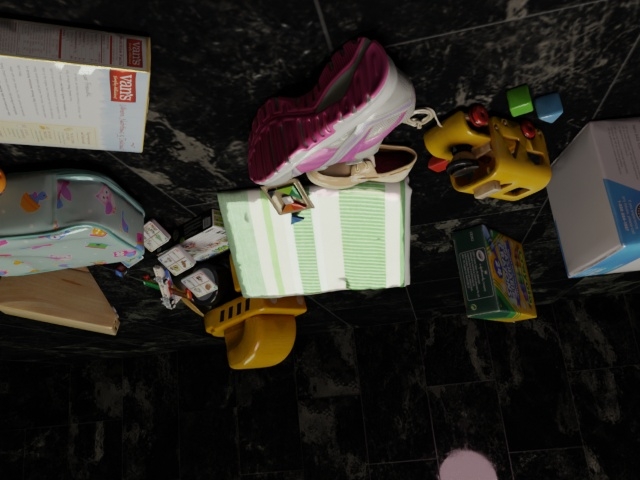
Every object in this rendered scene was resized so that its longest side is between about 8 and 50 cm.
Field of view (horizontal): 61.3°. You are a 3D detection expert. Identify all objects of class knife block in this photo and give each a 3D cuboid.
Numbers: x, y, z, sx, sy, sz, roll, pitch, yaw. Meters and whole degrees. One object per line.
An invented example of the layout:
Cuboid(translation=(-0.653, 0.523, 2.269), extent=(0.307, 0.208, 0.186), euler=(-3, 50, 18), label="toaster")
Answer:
Cuboid(translation=(-0.547, 0.108, 1.007), extent=(0.242, 0.276, 0.088), euler=(-32, 173, -22), label="knife block")

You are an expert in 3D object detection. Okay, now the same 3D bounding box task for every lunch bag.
Cuboid(translation=(-0.426, -0.021, 0.828), extent=(0.278, 0.108, 0.224), euler=(-6, 166, 4), label="lunch bag")

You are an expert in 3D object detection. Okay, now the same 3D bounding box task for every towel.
Cuboid(translation=(0.000, 0.000, 0.969), extent=(0.324, 0.038, 0.248), euler=(-5, 127, 1), label="towel")

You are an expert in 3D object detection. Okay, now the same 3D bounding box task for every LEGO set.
Cuboid(translation=(-0.324, 0.053, 1.101), extent=(0.244, 0.060, 0.182), euler=(-26, 113, 43), label="LEGO set")

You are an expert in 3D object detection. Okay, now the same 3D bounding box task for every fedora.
Cuboid(translation=(-0.284, 0.109, 1.298), extent=(0.079, 0.194, 0.194), euler=(-44, 159, 1), label="fedora")

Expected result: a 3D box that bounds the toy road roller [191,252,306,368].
Cuboid(translation=(-0.107, 0.139, 1.173), extent=(0.329, 0.241, 0.202), euler=(-25, 160, 29), label="toy road roller")

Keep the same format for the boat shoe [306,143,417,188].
Cuboid(translation=(0.062, -0.115, 0.775), extent=(0.169, 0.063, 0.059), euler=(-9, 163, -25), label="boat shoe")

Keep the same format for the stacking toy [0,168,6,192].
Cuboid(translation=(-0.485, -0.082, 0.586), extent=(0.165, 0.175, 0.301), euler=(-18, 174, 20), label="stacking toy")

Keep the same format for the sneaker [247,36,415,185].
Cuboid(translation=(0.010, -0.126, 0.636), extent=(0.111, 0.103, 0.252), euler=(12, 156, -43), label="sneaker")

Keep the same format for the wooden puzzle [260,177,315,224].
Cuboid(translation=(-0.054, -0.069, 0.866), extent=(0.078, 0.014, 0.116), euler=(-13, 133, 31), label="wooden puzzle")

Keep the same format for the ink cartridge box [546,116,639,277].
Cuboid(translation=(0.535, -0.069, 0.843), extent=(0.269, 0.198, 0.197), euler=(-6, 163, 1), label="ink cartridge box")

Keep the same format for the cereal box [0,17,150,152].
Cuboid(translation=(-0.298, -0.151, 0.540), extent=(0.240, 0.048, 0.173), euler=(0, 163, -22), label="cereal box")

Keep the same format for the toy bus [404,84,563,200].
Cuboid(translation=(0.228, -0.112, 0.754), extent=(0.202, 0.105, 0.191), euler=(-10, 163, 11), label="toy bus")

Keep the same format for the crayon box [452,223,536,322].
Cuboid(translation=(0.447, 0.093, 1.344), extent=(0.083, 0.203, 0.322), euler=(-18, 160, 34), label="crayon box")

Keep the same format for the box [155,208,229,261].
Cuboid(translation=(-0.226, -0.005, 1.071), extent=(0.114, 0.036, 0.206), euler=(11, 157, -44), label="box")
